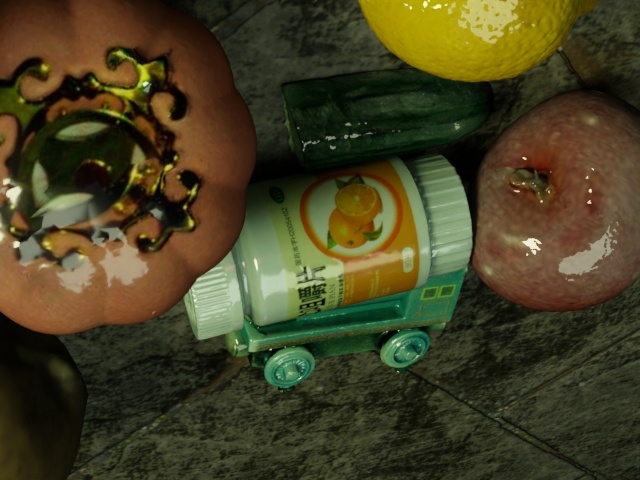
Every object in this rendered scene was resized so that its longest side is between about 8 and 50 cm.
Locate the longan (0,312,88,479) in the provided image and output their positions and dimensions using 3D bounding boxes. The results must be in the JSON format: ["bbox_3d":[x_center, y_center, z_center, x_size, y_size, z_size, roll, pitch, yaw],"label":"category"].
[{"bbox_3d":[-0.402,0.182,1.106,0.319,0.319,0.319,-14,144,-11],"label":"longan"}]

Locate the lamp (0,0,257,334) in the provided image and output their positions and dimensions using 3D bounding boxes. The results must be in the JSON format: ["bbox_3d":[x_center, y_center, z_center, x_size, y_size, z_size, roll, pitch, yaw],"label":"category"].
[{"bbox_3d":[-0.207,-0.074,0.919,0.305,0.305,0.239,-9,-173,-17],"label":"lamp"}]

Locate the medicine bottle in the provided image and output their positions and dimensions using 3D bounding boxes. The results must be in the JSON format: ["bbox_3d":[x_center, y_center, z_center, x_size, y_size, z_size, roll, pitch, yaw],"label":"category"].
[{"bbox_3d":[0.000,0.000,1.197,0.318,0.158,0.158,-13,144,-13],"label":"medicine bottle"}]

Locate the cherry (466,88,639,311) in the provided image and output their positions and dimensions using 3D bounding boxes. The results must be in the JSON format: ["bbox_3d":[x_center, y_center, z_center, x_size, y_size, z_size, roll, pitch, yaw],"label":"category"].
[{"bbox_3d":[0.292,-0.038,1.244,0.261,0.221,0.307,-56,157,10],"label":"cherry"}]

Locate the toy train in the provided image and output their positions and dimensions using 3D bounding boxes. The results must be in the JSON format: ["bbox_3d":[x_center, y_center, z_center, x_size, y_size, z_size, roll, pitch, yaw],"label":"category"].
[{"bbox_3d":[0.030,0.078,1.359,0.298,0.120,0.194,-7,135,-19],"label":"toy train"}]

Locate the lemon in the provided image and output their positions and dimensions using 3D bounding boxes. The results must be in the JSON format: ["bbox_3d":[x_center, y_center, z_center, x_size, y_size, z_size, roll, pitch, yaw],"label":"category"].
[{"bbox_3d":[0.131,-0.231,0.940,0.244,0.186,0.187,10,137,-13],"label":"lemon"}]

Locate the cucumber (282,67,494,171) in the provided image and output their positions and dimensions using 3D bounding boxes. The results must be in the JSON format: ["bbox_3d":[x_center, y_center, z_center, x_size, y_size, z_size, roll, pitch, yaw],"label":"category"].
[{"bbox_3d":[0.081,-0.128,1.156,0.244,0.063,0.115,-13,145,-14],"label":"cucumber"}]
